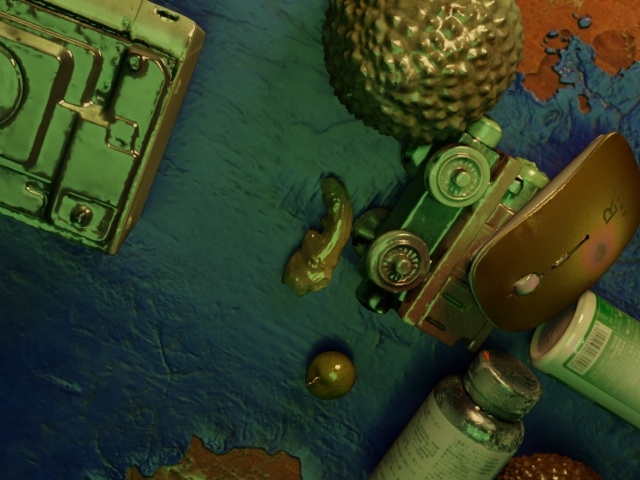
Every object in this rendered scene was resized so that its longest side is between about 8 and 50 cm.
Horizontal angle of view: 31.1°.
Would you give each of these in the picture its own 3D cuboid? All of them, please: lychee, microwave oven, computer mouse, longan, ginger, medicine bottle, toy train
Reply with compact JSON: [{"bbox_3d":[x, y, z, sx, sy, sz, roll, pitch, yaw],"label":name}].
[{"bbox_3d":[0.122,-0.249,1.431,0.255,0.274,0.255,15,127,20],"label":"lychee"},{"bbox_3d":[-0.378,-0.204,1.439,0.395,0.247,0.332,21,102,-5],"label":"microwave oven"},{"bbox_3d":[0.322,-0.011,1.509,0.310,0.072,0.158,-41,122,-17],"label":"computer mouse"},{"bbox_3d":[0.010,0.192,1.622,0.075,0.083,0.075,9,104,38],"label":"longan"},{"bbox_3d":[0.003,0.000,1.589,0.069,0.051,0.173,29,96,29],"label":"ginger"},{"bbox_3d":[0.184,0.286,1.590,0.141,0.141,0.293,30,114,-7],"label":"medicine bottle"},{"bbox_3d":[0.183,-0.013,1.550,0.222,0.150,0.304,29,101,-18],"label":"toy train"},{"bbox_3d":[0.435,0.185,1.595,0.274,0.133,0.133,32,102,-6],"label":"medicine bottle"},{"bbox_3d":[0.329,0.394,1.619,0.200,0.238,0.200,-9,64,19],"label":"lychee"}]
